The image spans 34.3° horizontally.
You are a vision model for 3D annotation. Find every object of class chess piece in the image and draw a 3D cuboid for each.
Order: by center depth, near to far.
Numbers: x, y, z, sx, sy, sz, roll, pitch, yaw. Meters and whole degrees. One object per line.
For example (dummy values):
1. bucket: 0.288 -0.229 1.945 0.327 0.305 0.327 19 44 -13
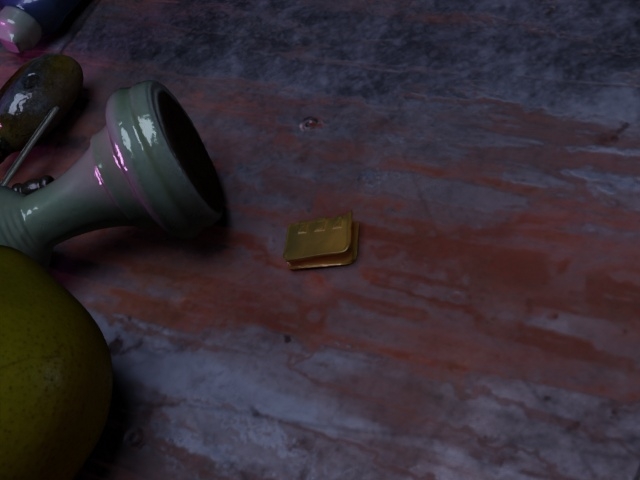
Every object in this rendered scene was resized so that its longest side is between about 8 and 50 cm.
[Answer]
1. chess piece: -0.285 -0.047 1.230 0.299 0.194 0.194 -25 48 8

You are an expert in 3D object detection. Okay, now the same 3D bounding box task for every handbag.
1. handbag: 0.000 0.000 1.173 0.083 0.027 0.061 -7 52 19

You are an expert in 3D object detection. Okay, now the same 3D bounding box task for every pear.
1. pear: -0.359 0.151 1.051 0.294 0.294 0.294 -12 50 15

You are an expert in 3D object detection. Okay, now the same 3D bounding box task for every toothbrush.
1. toothbrush: -0.434 -0.062 1.384 0.294 0.028 0.026 -54 30 -12

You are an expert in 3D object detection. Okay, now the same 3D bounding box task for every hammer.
1. hammer: -0.382 0.036 1.314 0.058 0.029 0.292 -14 51 16

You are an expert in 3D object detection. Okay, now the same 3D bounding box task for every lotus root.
1. lotus root: -0.411 -0.184 1.457 0.113 0.088 0.192 2 54 44

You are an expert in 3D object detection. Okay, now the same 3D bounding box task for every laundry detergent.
1. laundry detergent: -0.428 -0.415 1.641 0.143 0.094 0.289 13 60 27
